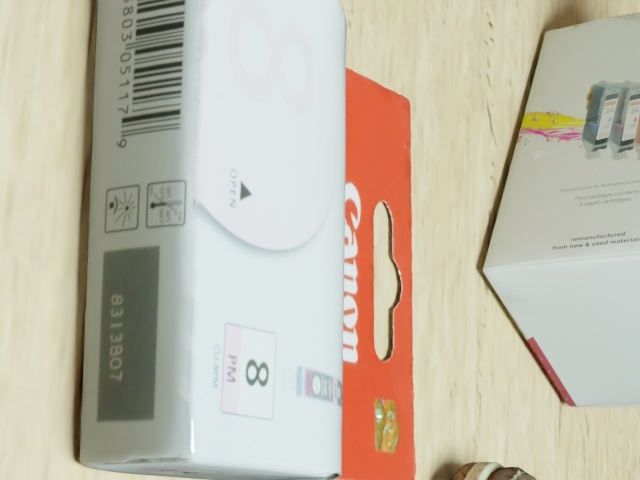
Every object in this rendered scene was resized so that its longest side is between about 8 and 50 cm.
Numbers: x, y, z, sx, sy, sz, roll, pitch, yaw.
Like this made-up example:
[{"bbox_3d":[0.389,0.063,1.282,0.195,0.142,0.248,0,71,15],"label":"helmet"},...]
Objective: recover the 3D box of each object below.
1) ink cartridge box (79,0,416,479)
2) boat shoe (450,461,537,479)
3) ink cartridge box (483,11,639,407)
[{"bbox_3d":[0.000,0.000,0.645,0.232,0.066,0.189,15,72,-52],"label":"ink cartridge box"},{"bbox_3d":[0.143,0.198,0.800,0.257,0.095,0.095,58,40,-35],"label":"boat shoe"},{"bbox_3d":[0.182,-0.020,0.871,0.128,0.127,0.176,54,43,-39],"label":"ink cartridge box"}]
